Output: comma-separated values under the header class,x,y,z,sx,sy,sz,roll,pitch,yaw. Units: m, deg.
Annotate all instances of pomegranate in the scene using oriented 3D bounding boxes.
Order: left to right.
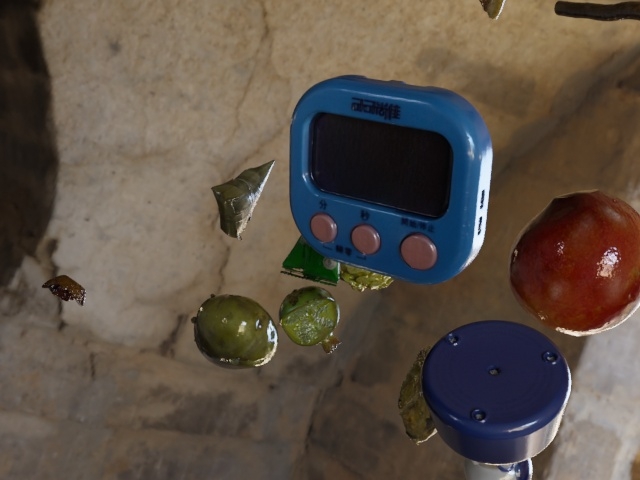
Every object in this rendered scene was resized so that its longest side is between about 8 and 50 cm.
class,x,y,z,sx,sy,sz,roll,pitch,yaw
pomegranate,-0.019,0.183,1.992,0.169,0.143,0.122,47,1,-20

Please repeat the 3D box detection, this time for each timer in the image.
class,x,y,z,sx,sy,sz,roll,pitch,yaw
timer,0.108,-0.099,1.338,0.340,0.309,0.115,15,27,31
timer,0.345,0.372,1.651,0.270,0.270,0.383,19,-40,31

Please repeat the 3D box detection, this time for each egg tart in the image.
class,x,y,z,sx,sy,sz,roll,pitch,yaw
egg tart,0.253,0.353,2.029,0.095,0.278,0.279,23,-2,-6

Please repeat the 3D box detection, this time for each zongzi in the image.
class,x,y,z,sx,sy,sz,roll,pitch,yaw
zongzi,-0.208,-0.119,2.428,0.094,0.204,0.205,36,-29,25

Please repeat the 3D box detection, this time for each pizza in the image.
class,x,y,z,sx,sy,sz,roll,pitch,yaw
pizza,0.501,-0.777,2.429,0.056,0.271,0.134,-4,2,-19

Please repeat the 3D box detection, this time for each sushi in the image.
class,x,y,z,sx,sy,sz,roll,pitch,yaw
sushi,-0.534,0.101,1.755,0.099,0.047,0.050,20,-34,20

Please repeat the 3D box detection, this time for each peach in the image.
class,x,y,z,sx,sy,sz,roll,pitch,yaw
peach,0.683,0.049,2.191,0.388,0.388,0.388,20,-2,1

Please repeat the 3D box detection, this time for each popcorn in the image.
class,x,y,z,sx,sy,sz,roll,pitch,yaw
popcorn,0.093,0.059,1.730,0.121,0.106,0.116,39,-17,36

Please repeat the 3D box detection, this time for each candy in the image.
class,x,y,z,sx,sy,sz,roll,pitch,yaw
candy,-0.003,-0.001,1.986,0.141,0.203,0.078,15,-6,29

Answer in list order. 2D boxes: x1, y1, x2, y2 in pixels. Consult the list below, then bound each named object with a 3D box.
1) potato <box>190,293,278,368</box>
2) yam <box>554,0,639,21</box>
class,x,y,z,sx,sy,sz,roll,pitch,yaw
potato,-0.186,0.198,1.804,0.228,0.148,0.197,2,-49,52
yam,0.656,-0.520,1.905,0.045,0.045,0.327,52,-13,-32
